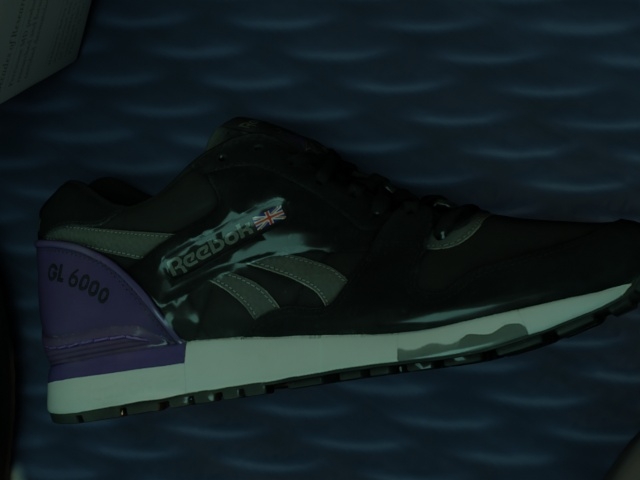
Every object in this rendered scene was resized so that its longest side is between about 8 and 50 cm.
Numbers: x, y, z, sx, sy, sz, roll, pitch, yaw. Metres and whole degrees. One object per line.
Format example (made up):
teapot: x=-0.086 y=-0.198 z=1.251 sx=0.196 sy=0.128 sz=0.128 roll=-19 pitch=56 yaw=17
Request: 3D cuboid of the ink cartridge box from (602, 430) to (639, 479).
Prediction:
ink cartridge box: x=0.251 y=0.160 z=0.528 sx=0.307 sy=0.129 sz=0.223 roll=38 pitch=138 yaw=9

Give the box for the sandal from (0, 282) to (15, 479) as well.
sandal: x=-0.243 y=0.155 z=0.720 sx=0.167 sy=0.107 sz=0.446 roll=4 pitch=96 yaw=15

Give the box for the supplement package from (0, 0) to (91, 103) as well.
supplement package: x=-0.223 y=-0.133 z=0.571 sx=0.177 sy=0.293 sz=0.175 roll=29 pitch=124 yaw=10

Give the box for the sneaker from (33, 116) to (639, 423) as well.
sneaker: x=0.000 y=0.000 z=0.645 sx=0.283 sy=0.107 sz=0.124 roll=-10 pitch=86 yaw=16
